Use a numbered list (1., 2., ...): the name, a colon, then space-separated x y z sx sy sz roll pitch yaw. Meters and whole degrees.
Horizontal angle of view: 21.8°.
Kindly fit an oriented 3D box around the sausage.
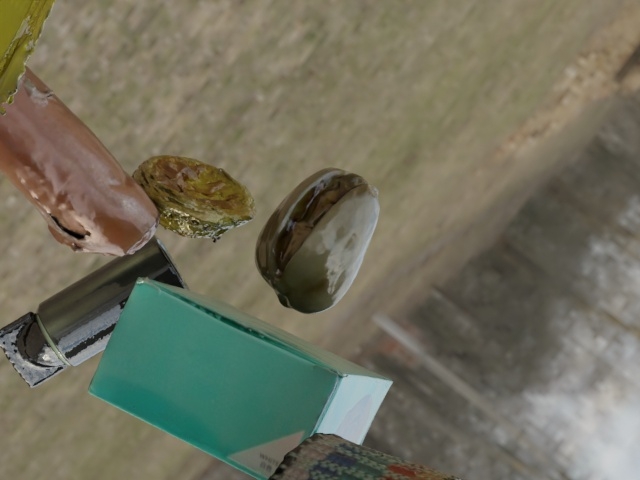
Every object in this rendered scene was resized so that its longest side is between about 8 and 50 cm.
1. sausage: -0.309 -0.136 1.508 0.094 0.419 0.094 -51 -164 -24

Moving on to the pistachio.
1. pistachio: 0.000 0.000 1.612 0.149 0.113 0.113 -51 175 6

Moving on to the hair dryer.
1. hair dryer: -0.192 0.143 1.734 0.195 0.248 0.078 -31 -158 -1

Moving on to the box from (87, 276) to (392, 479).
1. box: -0.064 0.134 1.529 0.311 0.205 0.118 32 81 -79

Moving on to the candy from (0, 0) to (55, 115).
1. candy: -0.245 -0.248 1.311 0.187 0.081 0.297 -57 -145 20

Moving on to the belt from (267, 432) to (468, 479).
1. belt: 0.051 0.284 1.275 0.207 0.160 0.295 -57 147 -29

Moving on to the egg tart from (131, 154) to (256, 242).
1. egg tart: -0.127 -0.038 1.628 0.052 0.130 0.130 -67 169 23
